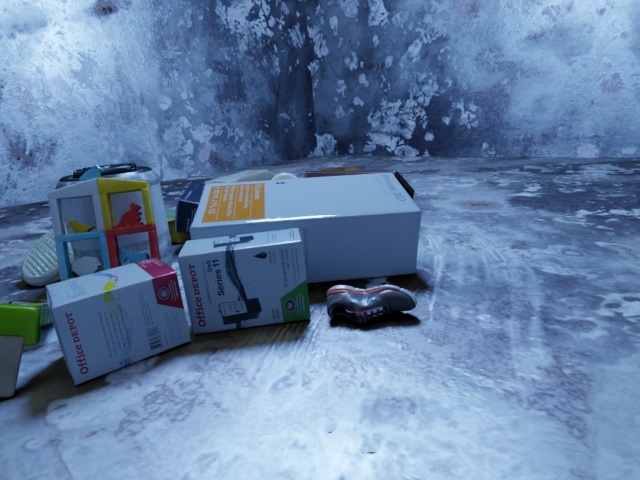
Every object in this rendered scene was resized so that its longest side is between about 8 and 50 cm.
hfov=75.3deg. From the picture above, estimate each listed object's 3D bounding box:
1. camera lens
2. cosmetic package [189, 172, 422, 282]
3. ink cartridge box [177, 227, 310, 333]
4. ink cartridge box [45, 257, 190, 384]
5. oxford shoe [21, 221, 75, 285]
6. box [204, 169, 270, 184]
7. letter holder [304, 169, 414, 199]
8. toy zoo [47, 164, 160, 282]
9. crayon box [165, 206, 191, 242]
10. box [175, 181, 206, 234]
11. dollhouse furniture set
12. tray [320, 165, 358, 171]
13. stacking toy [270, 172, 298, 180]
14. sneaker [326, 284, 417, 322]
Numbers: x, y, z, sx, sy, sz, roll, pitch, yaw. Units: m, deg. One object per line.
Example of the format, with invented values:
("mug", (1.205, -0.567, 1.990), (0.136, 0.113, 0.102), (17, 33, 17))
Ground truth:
("camera lens", (-0.488, -0.042, 1.004), (0.220, 0.273, 0.219), (-5, 16, 1))
("cosmetic package", (-0.034, -0.028, 0.927), (0.454, 0.161, 0.230), (-5, 30, -6))
("ink cartridge box", (-0.130, 0.070, 0.735), (0.209, 0.152, 0.087), (-7, 18, -4))
("ink cartridge box", (-0.326, 0.119, 0.669), (0.176, 0.128, 0.127), (-16, 20, -34))
("oxford shoe", (-0.688, 0.001, 1.212), (0.169, 0.129, 0.449), (0, 31, -3))
("box", (-0.336, -0.204, 1.740), (0.121, 0.147, 0.311), (2, 20, 23))
("letter holder", (0.095, -0.081, 1.231), (0.302, 0.214, 0.152), (5, -12, 33))
("toy zoo", (-0.442, -0.011, 0.860), (0.193, 0.292, 0.030), (-8, 1, -11))
("crayon box", (-0.455, -0.068, 1.421), (0.203, 0.083, 0.323), (8, 20, 37))
("box", (-0.313, -0.085, 1.250), (0.207, 0.108, 0.153), (11, 28, -5))
("dollhouse furniture set", (-0.563, 0.171, 0.683), (0.198, 0.151, 0.302), (10, -9, -26))
("tray", (0.093, -0.311, 2.093), (0.203, 0.076, 0.411), (-3, 16, 5))
("stacking toy", (-0.162, -0.229, 1.836), (0.141, 0.141, 0.330), (-7, 9, -6))
("sneaker", (0.085, 0.118, 0.710), (0.158, 0.061, 0.064), (-2, 44, 15))
